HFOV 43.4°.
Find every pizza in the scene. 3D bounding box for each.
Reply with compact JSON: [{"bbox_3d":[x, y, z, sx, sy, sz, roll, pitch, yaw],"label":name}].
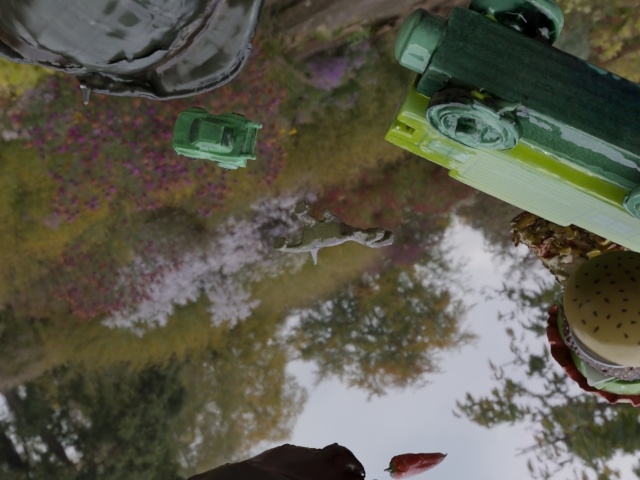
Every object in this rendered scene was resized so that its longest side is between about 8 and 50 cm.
[{"bbox_3d":[0.507,0.017,1.647,0.251,0.074,0.288,11,-115,22],"label":"pizza"}]

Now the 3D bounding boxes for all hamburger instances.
[{"bbox_3d":[0.343,0.091,0.903,0.175,0.175,0.137,-24,147,-5],"label":"hamburger"}]

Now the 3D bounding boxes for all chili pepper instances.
[{"bbox_3d":[0.186,0.417,1.500,0.178,0.045,0.027,5,170,-43],"label":"chili pepper"}]

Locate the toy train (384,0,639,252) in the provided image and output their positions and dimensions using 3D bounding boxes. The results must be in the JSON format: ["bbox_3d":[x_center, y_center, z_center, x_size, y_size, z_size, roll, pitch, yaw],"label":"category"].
[{"bbox_3d":[0.279,-0.124,0.931,0.272,0.442,0.179,120,-6,-79],"label":"toy train"}]

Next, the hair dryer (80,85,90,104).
[{"bbox_3d":[-0.480,-0.373,1.659,0.044,0.183,0.155,0,161,-16],"label":"hair dryer"}]

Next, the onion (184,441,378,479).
[{"bbox_3d":[-0.091,0.286,0.693,0.314,0.146,0.280,-10,-133,36],"label":"onion"}]

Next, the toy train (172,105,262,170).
[{"bbox_3d":[-0.170,-0.171,1.321,0.149,0.099,0.081,12,179,2],"label":"toy train"}]

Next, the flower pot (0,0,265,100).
[{"bbox_3d":[-0.188,-0.281,0.775,0.213,0.302,0.301,21,152,-40],"label":"flower pot"}]

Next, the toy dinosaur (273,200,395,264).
[{"bbox_3d":[0.001,0.004,1.504,0.199,0.072,0.251,17,147,-39],"label":"toy dinosaur"}]
